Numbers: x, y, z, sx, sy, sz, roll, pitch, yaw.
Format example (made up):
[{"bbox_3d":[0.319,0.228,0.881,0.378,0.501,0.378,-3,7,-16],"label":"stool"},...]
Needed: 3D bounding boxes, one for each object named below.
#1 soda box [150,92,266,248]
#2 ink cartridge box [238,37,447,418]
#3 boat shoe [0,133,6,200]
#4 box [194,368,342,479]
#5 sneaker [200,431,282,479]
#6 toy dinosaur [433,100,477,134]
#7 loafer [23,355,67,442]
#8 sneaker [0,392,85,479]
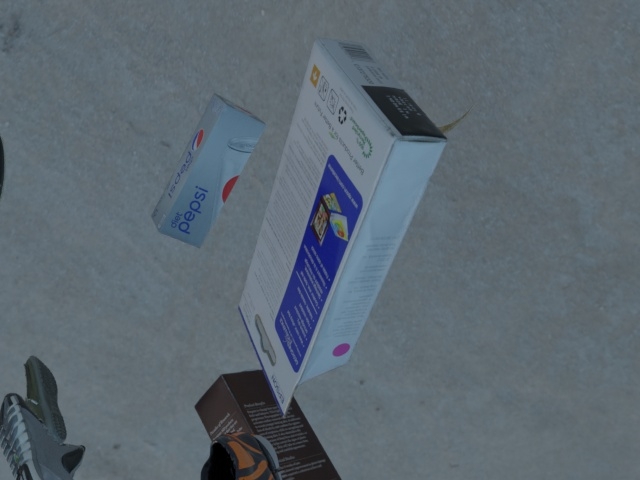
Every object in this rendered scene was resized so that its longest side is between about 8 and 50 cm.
[{"bbox_3d":[-0.223,-0.135,1.378,0.098,0.091,0.286,24,102,-31],"label":"soda box"},{"bbox_3d":[0.000,0.000,0.726,0.069,0.176,0.371,-1,131,-29],"label":"ink cartridge box"},{"bbox_3d":[-0.697,-0.082,1.285,0.186,0.501,0.156,25,132,-23],"label":"boat shoe"},{"bbox_3d":[-0.108,0.484,1.576,0.191,0.382,0.143,6,134,-50],"label":"box"},{"bbox_3d":[-0.112,0.473,1.169,0.124,0.321,0.180,-38,153,9],"label":"sneaker"},{"bbox_3d":[0.204,-0.192,1.284,0.183,0.092,0.053,-25,97,-2],"label":"toy dinosaur"},{"bbox_3d":[-0.687,0.389,1.684,0.087,0.251,0.094,-26,143,-6],"label":"loafer"},{"bbox_3d":[-0.519,0.385,1.319,0.132,0.229,0.086,5,130,-44],"label":"sneaker"}]
